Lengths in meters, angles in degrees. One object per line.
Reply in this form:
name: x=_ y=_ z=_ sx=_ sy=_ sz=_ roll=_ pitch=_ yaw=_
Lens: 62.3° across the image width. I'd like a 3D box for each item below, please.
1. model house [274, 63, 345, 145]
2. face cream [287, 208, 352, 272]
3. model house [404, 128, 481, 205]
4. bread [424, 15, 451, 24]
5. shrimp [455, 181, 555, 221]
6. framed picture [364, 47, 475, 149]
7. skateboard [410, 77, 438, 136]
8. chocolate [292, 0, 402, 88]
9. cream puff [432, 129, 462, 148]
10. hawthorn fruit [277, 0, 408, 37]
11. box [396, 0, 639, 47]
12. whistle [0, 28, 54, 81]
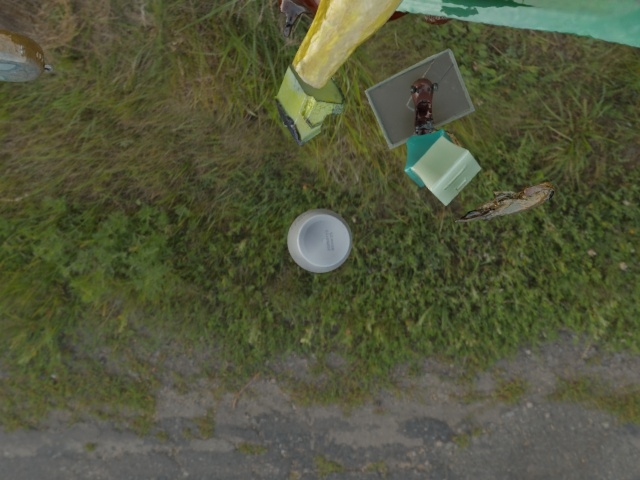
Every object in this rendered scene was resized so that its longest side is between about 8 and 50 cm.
model house: x=-0.044 y=-0.428 z=1.745 sx=0.170 sy=0.193 sz=0.211 roll=-2 pitch=139 yaw=-36
face cream: x=0.000 y=0.000 z=0.948 sx=0.117 sy=0.104 sz=0.117 roll=0 pitch=89 yaw=-6
model house: x=0.266 y=-0.178 z=1.217 sx=0.127 sy=0.149 sz=0.100 roll=-47 pitch=145 yaw=10
bread: x=0.262 y=-0.492 z=1.135 sx=0.085 sy=0.085 sz=0.053 roll=-11 pitch=121 yaw=10
shrimp: x=0.480 y=-0.109 z=1.391 sx=0.262 sy=0.066 sz=0.117 roll=-13 pitch=146 yaw=-5
framed picture: x=0.275 y=-0.391 z=1.479 sx=0.260 sy=0.023 sz=0.188 roll=-24 pitch=103 yaw=15
skateboard: x=0.258 y=-0.335 z=1.348 sx=0.067 sy=0.080 sz=0.151 roll=-5 pitch=123 yaw=2
chocolate: x=0.046 y=-0.238 z=0.472 sx=0.086 sy=0.085 sz=0.219 roll=34 pitch=111 yaw=-15
cream puff: x=0.326 y=-0.251 z=1.451 sx=0.133 sy=0.119 sz=0.104 roll=17 pitch=87 yaw=20
hawthorn fruit: x=0.069 y=-0.567 z=1.047 sx=0.325 sy=0.308 sz=0.308 roll=-12 pitch=120 yaw=29
box: x=0.236 y=-0.344 z=0.543 sx=0.337 sy=0.106 sz=0.263 roll=24 pitch=108 yaw=30
whistle: x=-0.471 y=-0.258 z=0.703 sx=0.107 sy=0.220 sz=0.057 roll=-5 pitch=87 yaw=47
